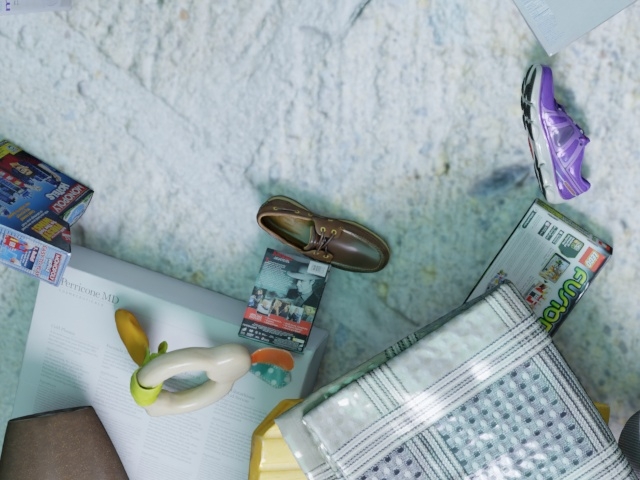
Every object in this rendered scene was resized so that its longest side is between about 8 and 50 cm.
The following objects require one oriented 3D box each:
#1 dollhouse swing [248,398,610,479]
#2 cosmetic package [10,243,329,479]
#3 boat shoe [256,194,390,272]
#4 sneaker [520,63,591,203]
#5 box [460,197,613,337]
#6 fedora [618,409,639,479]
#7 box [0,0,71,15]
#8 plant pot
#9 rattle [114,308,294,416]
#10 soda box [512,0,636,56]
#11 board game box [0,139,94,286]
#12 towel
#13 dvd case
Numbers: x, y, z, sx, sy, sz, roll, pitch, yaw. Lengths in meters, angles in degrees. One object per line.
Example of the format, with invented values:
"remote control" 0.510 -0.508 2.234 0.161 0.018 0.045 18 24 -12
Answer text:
"dollhouse swing" 0.125 0.344 1.478 0.315 0.305 0.347 7 93 43
"cosmetic package" -0.207 0.199 1.692 0.377 0.097 0.284 19 109 9
"boat shoe" 0.000 -0.001 1.609 0.178 0.060 0.064 23 108 8
"sneaker" 0.280 -0.130 1.514 0.071 0.068 0.170 -15 108 2
"box" 0.252 0.064 1.571 0.114 0.036 0.207 34 109 5
"fedora" 0.450 0.282 1.498 0.275 0.244 0.124 47 139 -1
"box" -0.471 -0.339 1.562 0.262 0.231 0.127 3 103 13
"plant pot" -0.323 0.331 1.615 0.215 0.215 0.230 -10 86 17
"rattle" -0.142 0.133 1.598 0.199 0.143 0.130 -22 129 3
"soda box" 0.353 -0.323 1.420 0.286 0.098 0.091 -33 94 20
"board game box" -0.383 -0.030 1.637 0.194 0.194 0.060 31 121 6
"towel" 0.155 0.251 1.416 0.324 0.056 0.312 -32 91 3
"dvd case" -0.044 0.075 1.597 0.087 0.013 0.119 14 74 9
